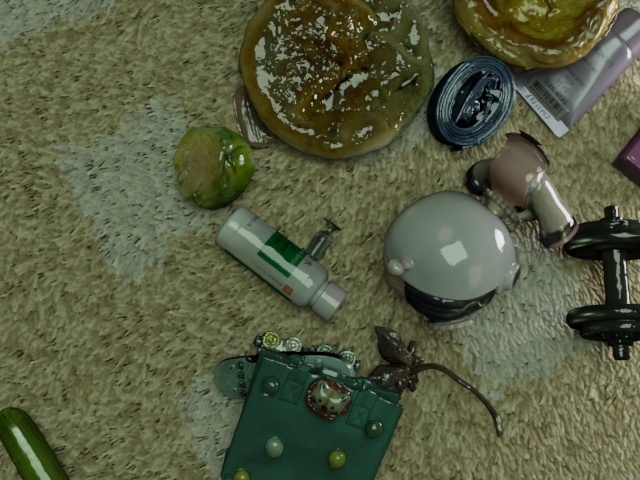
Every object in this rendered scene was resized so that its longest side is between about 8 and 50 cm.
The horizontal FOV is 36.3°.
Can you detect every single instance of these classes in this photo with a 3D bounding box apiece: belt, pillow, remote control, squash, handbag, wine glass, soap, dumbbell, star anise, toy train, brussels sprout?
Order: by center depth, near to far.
[{"bbox_3d":[-0.023,0.350,1.695,0.268,0.100,0.274,22,107,-1],"label":"handbag"},{"bbox_3d":[-0.498,0.398,1.720,0.069,0.069,0.239,-31,82,-10],"label":"squash"},{"bbox_3d":[0.194,0.255,1.733,0.148,0.227,0.219,-36,107,-33],"label":"star anise"},{"bbox_3d":[-0.065,0.240,1.746,0.256,0.045,0.097,-1,107,6],"label":"remote control"},{"bbox_3d":[-0.028,0.222,1.795,0.202,0.060,0.081,14,84,1],"label":"toy train"},{"bbox_3d":[0.549,0.077,1.802,0.192,0.192,0.290,2,76,-4],"label":"dumbbell"},{"bbox_3d":[-0.192,-0.137,1.830,0.151,0.122,0.149,-22,71,27],"label":"brussels sprout"},{"bbox_3d":[0.000,0.000,1.856,0.042,0.039,0.083,36,82,1],"label":"wine glass"},{"bbox_3d":[0.291,-0.265,1.893,0.141,0.082,0.190,36,88,-10],"label":"belt"},{"bbox_3d":[-0.061,-0.257,1.906,0.211,0.034,0.135,-10,84,-5],"label":"pillow"},{"bbox_3d":[0.688,-0.195,1.932,0.122,0.065,0.203,39,79,4],"label":"soap"}]

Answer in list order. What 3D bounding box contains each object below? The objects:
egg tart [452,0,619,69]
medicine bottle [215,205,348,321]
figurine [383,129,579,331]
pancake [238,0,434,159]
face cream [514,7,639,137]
[{"bbox_3d":[0.423,-0.479,1.927,0.341,0.129,0.341,-2,77,7],"label":"egg tart"},{"bbox_3d":[-0.071,0.047,1.811,0.260,0.095,0.095,39,78,3],"label":"medicine bottle"},{"bbox_3d":[0.268,-0.021,1.793,0.361,0.211,0.253,-43,40,-8],"label":"figurine"},{"bbox_3d":[0.037,-0.340,1.867,0.386,0.082,0.387,0,88,-10],"label":"pancake"},{"bbox_3d":[0.532,-0.346,1.949,0.274,0.096,0.154,-40,85,2],"label":"face cream"}]
